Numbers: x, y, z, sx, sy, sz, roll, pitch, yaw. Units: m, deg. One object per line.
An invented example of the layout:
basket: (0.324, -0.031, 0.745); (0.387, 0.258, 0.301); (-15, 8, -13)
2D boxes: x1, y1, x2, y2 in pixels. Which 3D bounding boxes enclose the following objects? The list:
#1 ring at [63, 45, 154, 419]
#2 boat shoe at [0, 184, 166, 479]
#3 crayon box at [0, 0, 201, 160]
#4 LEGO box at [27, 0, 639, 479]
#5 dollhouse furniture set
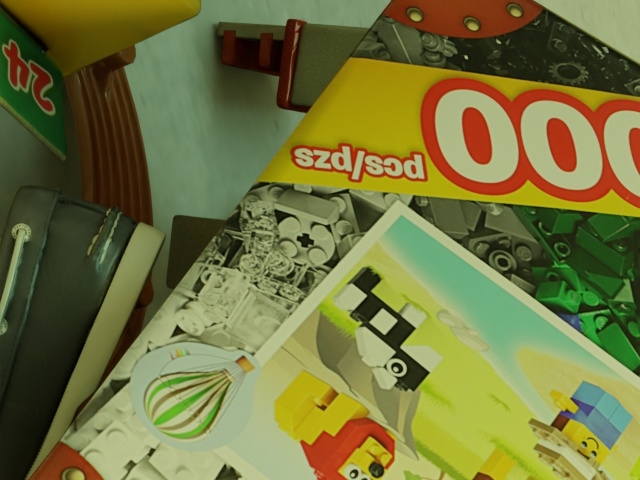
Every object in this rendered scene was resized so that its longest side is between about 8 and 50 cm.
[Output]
ring: (-0.156, -0.077, 0.711); (0.336, 0.032, 0.336); (50, 31, -46)
boat shoe: (-0.132, 0.075, 0.617); (0.206, 0.065, 0.075); (-62, -175, -1)
crayon box: (-0.140, -0.218, 0.705); (0.202, 0.081, 0.318); (45, 31, -48)
LEGO box: (0.154, 0.163, 0.656); (0.372, 0.500, 0.193); (-56, 176, -38)
dollhouse furniture set: (0.000, 0.000, 0.985); (0.262, 0.135, 0.259); (4, 92, -60)
